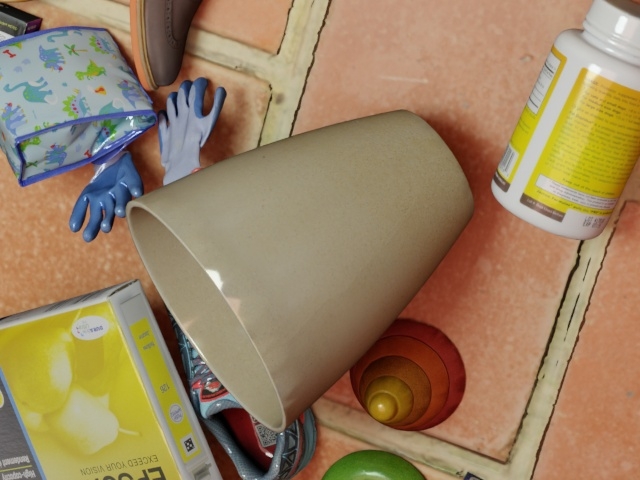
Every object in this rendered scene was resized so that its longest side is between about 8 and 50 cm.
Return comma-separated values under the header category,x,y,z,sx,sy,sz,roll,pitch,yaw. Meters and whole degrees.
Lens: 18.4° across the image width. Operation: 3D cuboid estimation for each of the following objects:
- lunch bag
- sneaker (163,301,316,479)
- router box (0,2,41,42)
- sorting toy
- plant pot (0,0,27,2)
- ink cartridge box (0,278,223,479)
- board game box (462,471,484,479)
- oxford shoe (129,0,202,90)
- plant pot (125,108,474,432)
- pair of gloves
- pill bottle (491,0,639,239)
category,x,y,z,sx,sy,sz,roll,pitch,yaw
lunch bag,-0.254,-0.141,1.956,0.151,0.096,0.129,-22,62,-17
sneaker,-0.086,0.130,1.988,0.104,0.125,0.262,-27,95,18
router box,-0.391,-0.198,2.037,0.179,0.046,0.133,22,107,9
sorting toy,0.048,0.266,1.984,0.127,0.126,0.365,15,106,11
plant pot,-0.327,-0.327,1.913,0.205,0.188,0.205,4,104,15
ink cartridge box,-0.244,0.214,2.029,0.304,0.072,0.307,-16,97,41
board game box,0.215,0.308,1.942,0.201,0.136,0.035,27,108,9
oxford shoe,-0.124,-0.272,1.922,0.098,0.097,0.271,12,106,6
plant pot,0.000,0.000,1.864,0.274,0.256,0.256,-34,93,-16
pair of gloves,-0.172,-0.084,1.955,0.198,0.159,0.023,-32,127,22
pill bottle,0.251,-0.117,1.841,0.117,0.117,0.215,26,109,8
